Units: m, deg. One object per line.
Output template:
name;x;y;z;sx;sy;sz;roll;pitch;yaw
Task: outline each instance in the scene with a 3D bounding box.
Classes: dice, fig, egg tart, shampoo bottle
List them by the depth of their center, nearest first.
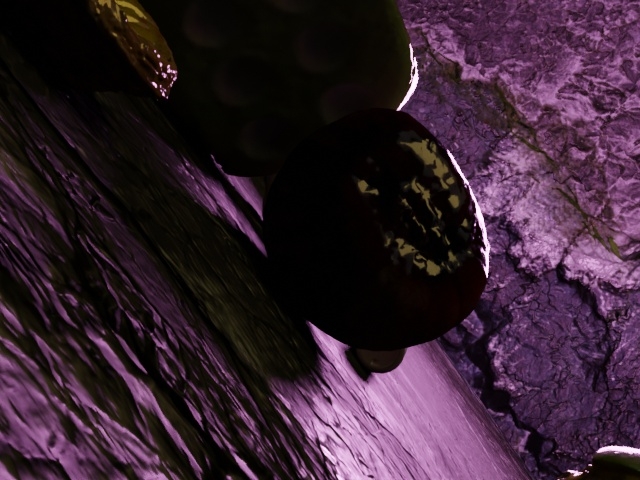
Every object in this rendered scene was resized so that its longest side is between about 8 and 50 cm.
egg tart;-0.169;-0.166;0.940;0.191;0.074;0.191;55;3;-5
fig;0.050;-0.012;1.306;0.224;0.224;0.263;54;10;-15
dice;-0.057;-0.233;1.422;0.249;0.254;0.252;-108;172;-58
shampoo bottle;0.073;0.118;1.570;0.056;0.056;0.195;55;3;4

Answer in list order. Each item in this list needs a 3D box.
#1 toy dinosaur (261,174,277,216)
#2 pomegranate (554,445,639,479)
toy dinosaur;0.000;0.000;1.507;0.259;0.094;0.153;66;10;27
pomegranate;0.332;0.370;1.558;0.236;0.236;0.302;54;27;-6
